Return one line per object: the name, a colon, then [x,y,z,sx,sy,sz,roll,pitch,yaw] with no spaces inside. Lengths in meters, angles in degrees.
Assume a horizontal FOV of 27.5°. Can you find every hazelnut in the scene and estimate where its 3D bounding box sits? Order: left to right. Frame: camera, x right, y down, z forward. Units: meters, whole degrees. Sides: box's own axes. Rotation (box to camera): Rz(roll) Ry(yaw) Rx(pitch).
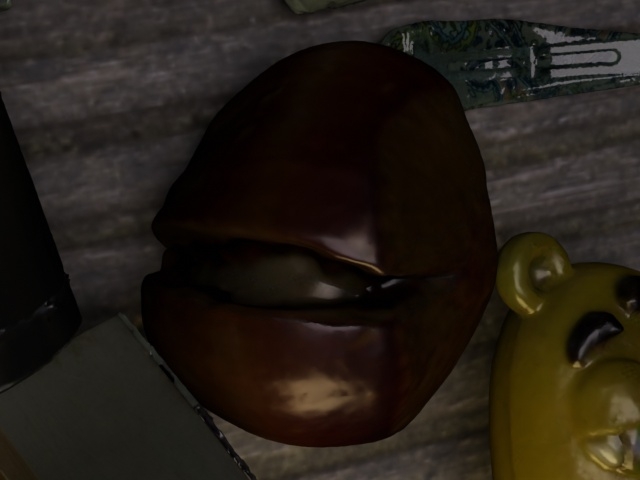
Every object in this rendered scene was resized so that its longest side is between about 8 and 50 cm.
hazelnut: [0.000,0.000,0.809,0.217,0.217,0.251,15,82,-17]

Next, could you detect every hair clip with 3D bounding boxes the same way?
hair clip: [0.144,-0.123,0.909,0.229,0.036,0.066,-4,93,-9]

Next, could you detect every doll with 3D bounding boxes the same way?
doll: [0.223,0.222,0.906,0.423,0.161,0.348,29,77,-33]

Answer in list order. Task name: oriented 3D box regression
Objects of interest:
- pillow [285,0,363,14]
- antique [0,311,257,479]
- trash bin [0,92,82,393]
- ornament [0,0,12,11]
pillow: [0.091,-0.304,0.853,0.281,0.076,0.274,-12,101,-14]
antique: [-0.142,0.157,0.749,0.148,0.146,0.152,-29,74,-43]
trash bin: [-0.269,-0.061,0.696,0.203,0.252,0.301,-20,106,-15]
ornament: [-0.196,-0.171,0.805,0.092,0.041,0.068,7,72,-5]
